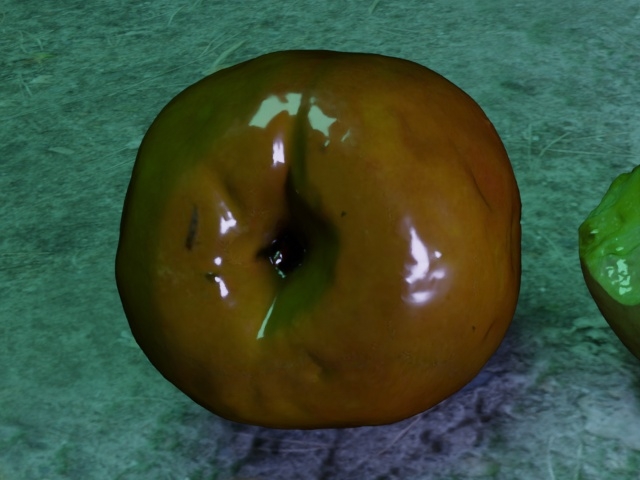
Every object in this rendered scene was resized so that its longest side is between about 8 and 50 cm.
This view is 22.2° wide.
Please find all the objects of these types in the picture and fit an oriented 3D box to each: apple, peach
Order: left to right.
[{"bbox_3d":[0.000,0.000,1.359,0.343,0.342,0.301,-7,8,15],"label":"peach"},{"bbox_3d":[0.331,0.003,1.253,0.246,0.246,0.226,-21,13,-7],"label":"apple"}]
